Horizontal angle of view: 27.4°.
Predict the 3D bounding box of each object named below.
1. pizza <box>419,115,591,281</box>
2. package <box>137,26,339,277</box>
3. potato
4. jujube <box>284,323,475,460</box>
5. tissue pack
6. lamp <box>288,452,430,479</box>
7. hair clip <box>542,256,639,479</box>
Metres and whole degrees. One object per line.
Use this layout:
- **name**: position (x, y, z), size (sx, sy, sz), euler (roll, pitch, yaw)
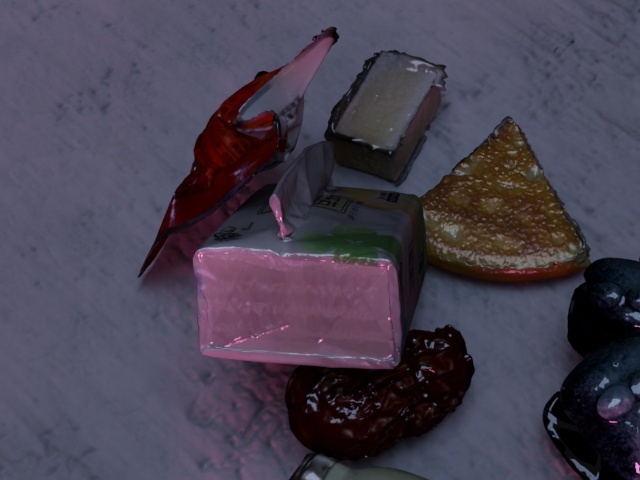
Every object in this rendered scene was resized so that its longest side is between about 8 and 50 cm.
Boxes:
- **pizza**: position (0.152, -0.038, 1.213), size (0.185, 0.036, 0.176), euler (-2, 57, 6)
- **package**: position (-0.078, -0.085, 1.141), size (0.071, 0.269, 0.194), euler (44, 56, -14)
- **potato**: position (0.067, -0.120, 1.255), size (0.086, 0.061, 0.122), euler (22, 61, 17)
- **jujube**: position (0.050, 0.129, 1.089), size (0.166, 0.104, 0.104), euler (-9, 58, -17)
- **tissue pack**: position (0.000, 0.000, 1.072), size (0.159, 0.145, 0.229), euler (3, 15, 9)
- **lamp**: position (0.083, 0.241, 1.014), size (0.250, 0.101, 0.101), euler (29, 65, 13)
- **hair clip**: position (0.325, 0.078, 1.059), size (0.310, 0.194, 0.206), euler (-13, 71, -6)
